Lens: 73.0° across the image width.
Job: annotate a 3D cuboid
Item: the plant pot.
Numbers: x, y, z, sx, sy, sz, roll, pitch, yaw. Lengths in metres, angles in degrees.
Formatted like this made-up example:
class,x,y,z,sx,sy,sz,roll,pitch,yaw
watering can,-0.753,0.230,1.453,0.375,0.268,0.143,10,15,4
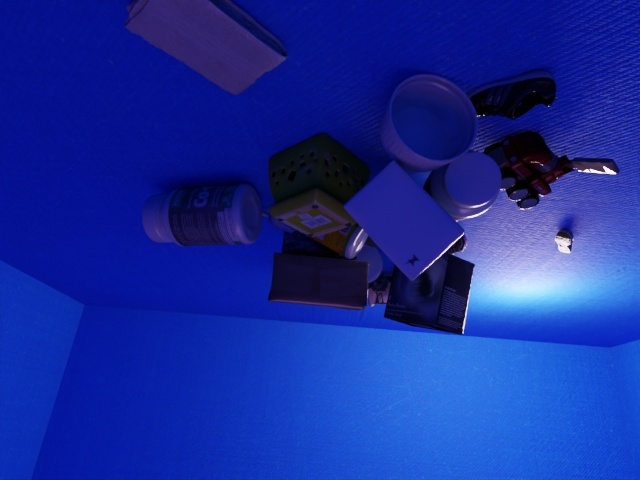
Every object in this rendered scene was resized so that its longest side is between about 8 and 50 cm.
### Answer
class,x,y,z,sx,sy,sz,roll,pitch,yaw
plant pot,-0.010,-0.141,1.260,0.228,0.206,0.227,-17,148,39

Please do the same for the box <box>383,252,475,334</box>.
class,x,y,z,sx,sy,sz,roll,pitch,yaw
box,0.444,0.211,1.798,0.183,0.293,0.296,22,165,-31

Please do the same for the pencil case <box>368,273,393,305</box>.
class,x,y,z,sx,sy,sz,roll,pitch,yaw
pencil case,0.428,0.245,2.115,0.411,0.159,0.183,-3,141,16

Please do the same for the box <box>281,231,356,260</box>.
class,x,y,z,sx,sy,sz,roll,pitch,yaw
box,0.000,0.000,1.661,0.248,0.141,0.163,-9,154,34

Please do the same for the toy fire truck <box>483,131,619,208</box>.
class,x,y,z,sx,sy,sz,roll,pitch,yaw
toy fire truck,0.589,-0.195,1.114,0.217,0.158,0.247,25,137,-39

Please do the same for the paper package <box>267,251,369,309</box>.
class,x,y,z,sx,sy,sz,roll,pitch,yaw
paper package,-0.008,0.152,1.551,0.326,0.167,0.309,5,172,0

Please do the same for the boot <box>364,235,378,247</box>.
class,x,y,z,sx,sy,sz,roll,pitch,yaw
boot,0.282,-0.024,1.597,0.209,0.189,0.076,17,140,33

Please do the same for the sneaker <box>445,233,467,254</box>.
class,x,y,z,sx,sy,sz,roll,pitch,yaw
sneaker,0.509,0.019,1.698,0.075,0.063,0.170,4,162,-12

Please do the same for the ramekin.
class,x,y,z,sx,sy,sz,roll,pitch,yaw
ramekin,0.231,-0.252,0.970,0.208,0.206,0.109,10,166,-10

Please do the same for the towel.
class,x,y,z,sx,sy,sz,roll,pitch,yaw
towel,-0.230,-0.414,0.877,0.187,0.048,0.282,-16,150,42

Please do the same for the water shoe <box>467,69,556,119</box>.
class,x,y,z,sx,sy,sz,roll,pitch,yaw
water shoe,0.405,-0.305,0.954,0.203,0.080,0.073,-14,149,37

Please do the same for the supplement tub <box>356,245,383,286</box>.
class,x,y,z,sx,sy,sz,roll,pitch,yaw
supplement tub,0.131,0.147,1.890,0.208,0.206,0.338,9,156,-8

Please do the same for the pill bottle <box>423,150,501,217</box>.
class,x,y,z,sx,sy,sz,roll,pitch,yaw
pill bottle,0.362,-0.138,1.118,0.170,0.169,0.301,2,-179,8

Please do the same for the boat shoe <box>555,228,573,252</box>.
class,x,y,z,sx,sy,sz,roll,pitch,yaw
boat shoe,0.905,-0.006,1.597,0.056,0.048,0.153,16,162,42

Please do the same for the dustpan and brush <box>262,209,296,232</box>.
class,x,y,z,sx,sy,sz,roll,pitch,yaw
dustpan and brush,-0.154,-0.085,1.569,0.211,0.147,0.060,32,120,12

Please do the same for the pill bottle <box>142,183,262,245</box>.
class,x,y,z,sx,sy,sz,roll,pitch,yaw
pill bottle,-0.400,-0.082,1.474,0.362,0.203,0.204,-2,155,15

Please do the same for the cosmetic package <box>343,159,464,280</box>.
class,x,y,z,sx,sy,sz,roll,pitch,yaw
cosmetic package,0.230,-0.034,1.149,0.161,0.230,0.453,-43,169,8

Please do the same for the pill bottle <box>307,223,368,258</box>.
class,x,y,z,sx,sy,sz,roll,pitch,yaw
pill bottle,0.029,-0.051,1.456,0.246,0.136,0.136,29,163,19
